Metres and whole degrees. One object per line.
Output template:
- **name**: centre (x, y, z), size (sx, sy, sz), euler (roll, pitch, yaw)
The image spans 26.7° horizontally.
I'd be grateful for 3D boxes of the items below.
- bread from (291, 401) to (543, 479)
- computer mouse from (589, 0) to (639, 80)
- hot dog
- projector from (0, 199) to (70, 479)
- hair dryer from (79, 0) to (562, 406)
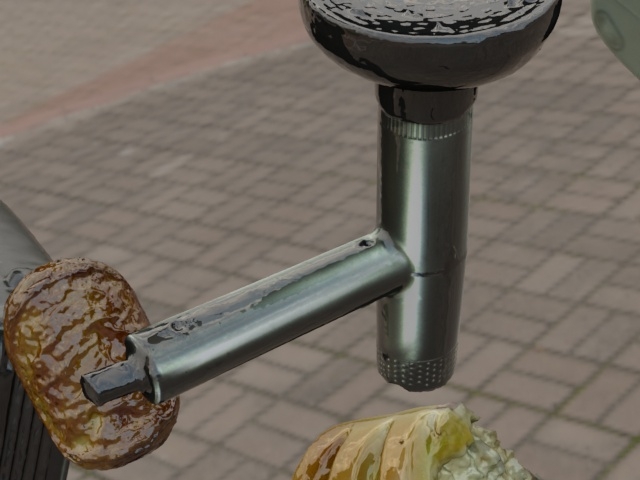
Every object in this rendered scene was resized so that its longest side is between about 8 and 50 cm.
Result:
- **bread**: centre (0.104, 0.337, 1.511), size (0.270, 0.316, 0.211), euler (-17, 43, 28)
- **computer mouse**: centre (0.386, -0.172, 1.208), size (0.095, 0.197, 0.331), euler (-32, 69, -36)
- **hot dog**: centre (-0.157, 0.083, 0.914), size (0.099, 0.147, 0.065), euler (-30, -2, -5)
- **projector**: centre (-0.440, 0.084, 1.163), size (0.395, 0.242, 0.405), euler (6, 15, -29)
- **hair dryer**: centre (0.011, -0.006, 0.817), size (0.155, 0.320, 0.284), euler (27, 36, 31)
